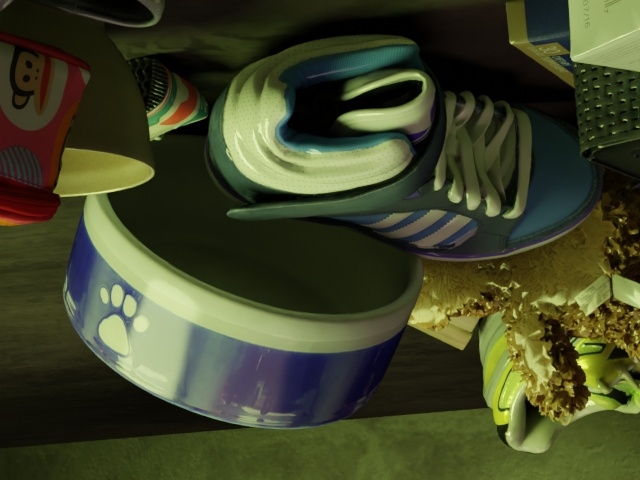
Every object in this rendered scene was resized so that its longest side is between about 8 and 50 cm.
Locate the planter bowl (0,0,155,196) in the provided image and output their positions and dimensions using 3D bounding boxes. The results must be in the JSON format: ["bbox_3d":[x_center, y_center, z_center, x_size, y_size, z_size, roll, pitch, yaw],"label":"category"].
[{"bbox_3d":[-0.188,-0.094,1.235,0.162,0.109,0.162,-1,170,0],"label":"planter bowl"}]

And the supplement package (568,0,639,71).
[{"bbox_3d":[0.238,-0.153,1.091,0.179,0.105,0.105,6,165,-31],"label":"supplement package"}]

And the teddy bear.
[{"bbox_3d":[0.229,0.020,1.576,0.338,0.245,0.113,-14,175,34],"label":"teddy bear"}]

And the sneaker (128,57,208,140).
[{"bbox_3d":[-0.154,-0.086,1.404,0.161,0.057,0.075,-15,158,33],"label":"sneaker"}]

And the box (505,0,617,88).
[{"bbox_3d":[0.253,-0.149,1.277,0.225,0.036,0.136,-11,166,25],"label":"box"}]

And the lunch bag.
[{"bbox_3d":[-0.301,-0.094,1.053,0.293,0.120,0.258,13,179,30],"label":"lunch bag"}]

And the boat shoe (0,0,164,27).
[{"bbox_3d":[-0.169,-0.160,1.013,0.227,0.081,0.079,8,163,-41],"label":"boat shoe"}]

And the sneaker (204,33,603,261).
[{"bbox_3d":[0.081,-0.065,1.376,0.323,0.130,0.236,6,171,-12],"label":"sneaker"}]

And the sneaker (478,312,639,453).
[{"bbox_3d":[0.292,0.070,1.661,0.145,0.147,0.384,23,140,-27],"label":"sneaker"}]

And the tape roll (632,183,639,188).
[{"bbox_3d":[0.271,0.009,1.867,0.275,0.090,0.275,-3,167,-1],"label":"tape roll"}]

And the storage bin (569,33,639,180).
[{"bbox_3d":[0.255,-0.091,1.255,0.122,0.084,0.180,-12,165,34],"label":"storage bin"}]

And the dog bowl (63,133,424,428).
[{"bbox_3d":[-0.060,0.027,1.480,0.265,0.265,0.104,4,121,-30],"label":"dog bowl"}]

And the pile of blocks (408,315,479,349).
[{"bbox_3d":[0.000,0.000,1.789,0.362,0.149,0.112,4,-148,11],"label":"pile of blocks"}]
